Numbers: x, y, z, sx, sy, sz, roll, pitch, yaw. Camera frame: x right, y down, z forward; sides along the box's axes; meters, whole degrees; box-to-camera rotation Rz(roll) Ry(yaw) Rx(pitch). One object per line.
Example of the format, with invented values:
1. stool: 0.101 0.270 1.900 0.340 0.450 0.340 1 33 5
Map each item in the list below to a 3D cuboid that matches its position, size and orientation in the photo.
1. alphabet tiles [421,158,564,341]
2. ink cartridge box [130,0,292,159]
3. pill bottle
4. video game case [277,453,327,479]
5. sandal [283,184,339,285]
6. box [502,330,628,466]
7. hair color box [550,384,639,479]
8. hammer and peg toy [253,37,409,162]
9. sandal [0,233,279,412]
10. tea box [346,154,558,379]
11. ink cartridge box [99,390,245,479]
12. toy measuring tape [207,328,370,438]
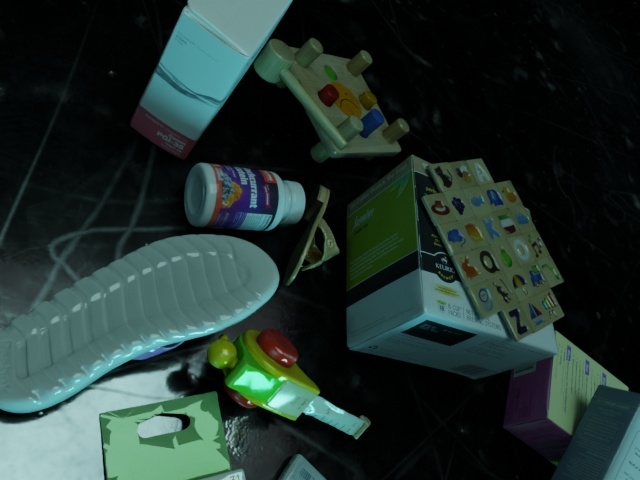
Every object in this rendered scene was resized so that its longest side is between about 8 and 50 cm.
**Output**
1. alphabet tiles: 0.323 0.003 1.019 0.285 0.011 0.342 -13 74 -40
2. ink cartridge box: -0.187 -0.301 0.936 0.117 0.283 0.207 35 50 -15
3. pill bottle: -0.128 -0.072 0.969 0.194 0.108 0.108 2 64 -35
4. video game case: -0.012 0.460 0.811 0.212 0.023 0.193 47 48 -6
5. sandal: 0.003 -0.003 1.038 0.079 0.088 0.240 27 47 -14
6. box: 0.532 0.357 1.195 0.243 0.117 0.213 36 50 -13
7. hair color box: 0.533 0.483 1.026 0.185 0.114 0.374 37 76 -13
8. hammer and peg toy: 0.016 -0.275 1.138 0.361 0.127 0.265 -14 74 -51
9. sandal: -0.257 0.105 0.792 0.417 0.102 0.169 -21 63 -28
10. tea box: 0.242 0.064 1.082 0.329 0.220 0.323 20 56 -27
11. ink cartridge box: -0.186 0.323 0.726 0.171 0.056 0.235 -3 67 -29
12. toy measuring tape: -0.050 0.221 0.880 0.330 0.121 0.121 36 48 -36
